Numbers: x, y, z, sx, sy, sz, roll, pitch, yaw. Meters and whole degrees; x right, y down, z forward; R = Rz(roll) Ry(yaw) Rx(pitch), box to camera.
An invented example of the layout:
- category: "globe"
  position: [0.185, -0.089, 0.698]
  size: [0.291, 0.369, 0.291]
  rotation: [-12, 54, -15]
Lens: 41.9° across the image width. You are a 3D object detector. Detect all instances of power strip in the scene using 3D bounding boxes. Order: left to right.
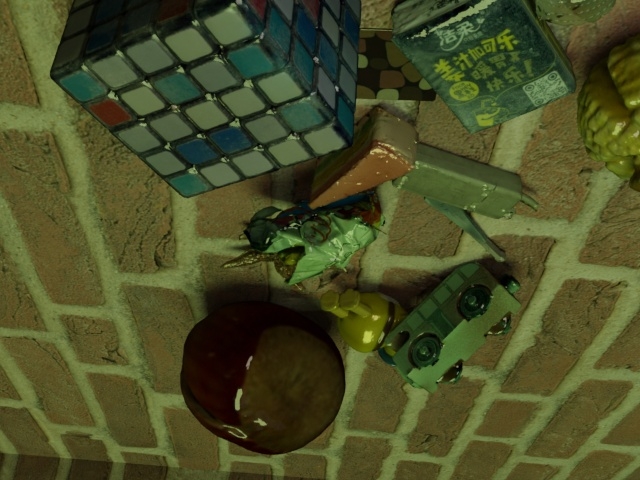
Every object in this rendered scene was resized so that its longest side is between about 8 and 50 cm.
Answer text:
- category: "power strip"
  position: [0.275, -0.101, 1.547]
  size: [0.288, 0.053, 0.093]
  rotation: [16, 144, -18]

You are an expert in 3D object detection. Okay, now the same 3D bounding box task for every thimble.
- category: "thimble"
  position: [0.345, -0.338, 1.138]
  size: [0.110, 0.084, 0.062]
  rotation: [-20, 145, 9]

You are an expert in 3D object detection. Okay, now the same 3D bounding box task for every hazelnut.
- category: "hazelnut"
  position: [-0.147, 0.329, 2.012]
  size: [0.409, 0.359, 0.359]
  rotation: [33, 138, -25]

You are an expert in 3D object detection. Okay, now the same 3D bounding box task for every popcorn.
- category: "popcorn"
  position: [0.510, -0.194, 1.216]
  size: [0.224, 0.270, 0.258]
  rotation: [38, 179, -36]

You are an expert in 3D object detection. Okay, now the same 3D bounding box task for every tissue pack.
- category: "tissue pack"
  position: [0.247, -0.280, 1.245]
  size: [0.185, 0.081, 0.257]
  rotation: [-21, 140, 29]

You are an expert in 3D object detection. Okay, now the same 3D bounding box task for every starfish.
- category: "starfish"
  position: [-0.076, 0.032, 1.790]
  size: [0.277, 0.062, 0.235]
  rotation: [5, 146, 2]

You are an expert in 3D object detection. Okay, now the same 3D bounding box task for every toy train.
- category: "toy train"
  position: [0.293, 0.183, 1.830]
  size: [0.326, 0.159, 0.129]
  rotation: [-46, 133, 8]

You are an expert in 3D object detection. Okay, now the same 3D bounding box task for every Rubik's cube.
- category: "Rubik's cube"
  position: [-0.134, -0.271, 1.118]
  size: [0.293, 0.286, 0.292]
  rotation: [-16, 141, 28]

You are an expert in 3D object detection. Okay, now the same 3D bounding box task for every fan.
- category: "fan"
  position: [0.298, -0.027, 1.690]
  size: [0.057, 0.023, 0.282]
  rotation: [-20, 139, 31]

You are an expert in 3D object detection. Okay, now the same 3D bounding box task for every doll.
- category: "doll"
  position: [0.150, 0.210, 1.965]
  size: [0.199, 0.145, 0.363]
  rotation: [-4, 153, 40]

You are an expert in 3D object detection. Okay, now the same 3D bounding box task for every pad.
- category: "pad"
  position: [0.077, -0.280, 1.339]
  size: [0.235, 0.003, 0.158]
  rotation: [3, 147, 2]

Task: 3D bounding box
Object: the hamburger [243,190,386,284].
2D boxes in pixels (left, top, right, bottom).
- category: "hamburger"
  position: [-0.004, 0.004, 1.576]
  size: [0.276, 0.150, 0.260]
  rotation: [-10, -169, 1]

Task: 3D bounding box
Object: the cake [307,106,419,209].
- category: "cake"
  position: [0.054, -0.145, 1.454]
  size: [0.225, 0.109, 0.090]
  rotation: [-21, 139, 33]
